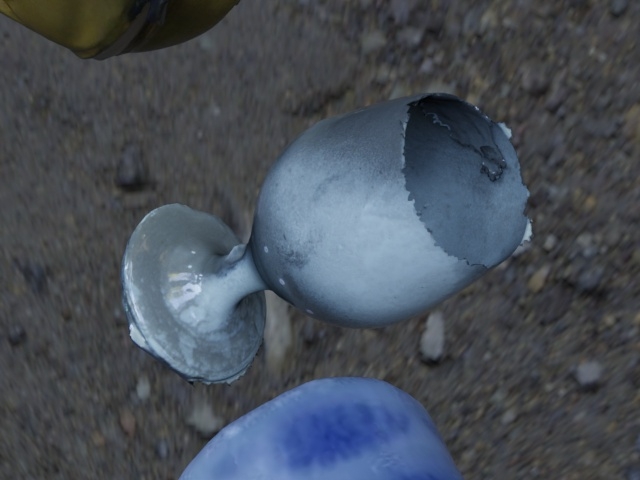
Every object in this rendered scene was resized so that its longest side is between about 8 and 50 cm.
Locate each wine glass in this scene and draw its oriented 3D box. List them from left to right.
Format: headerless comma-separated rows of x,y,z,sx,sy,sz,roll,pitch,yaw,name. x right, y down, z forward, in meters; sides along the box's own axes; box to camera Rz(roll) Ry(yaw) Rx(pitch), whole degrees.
0.000,0.000,1.115,0.126,0.241,0.126,20,60,-40,wine glass

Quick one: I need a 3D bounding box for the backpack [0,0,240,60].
-0.196,-0.306,1.360,0.378,0.353,0.201,39,46,22,backpack

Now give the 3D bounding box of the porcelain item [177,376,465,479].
0.047,0.150,0.473,0.141,0.141,0.259,-28,47,-10,porcelain item
